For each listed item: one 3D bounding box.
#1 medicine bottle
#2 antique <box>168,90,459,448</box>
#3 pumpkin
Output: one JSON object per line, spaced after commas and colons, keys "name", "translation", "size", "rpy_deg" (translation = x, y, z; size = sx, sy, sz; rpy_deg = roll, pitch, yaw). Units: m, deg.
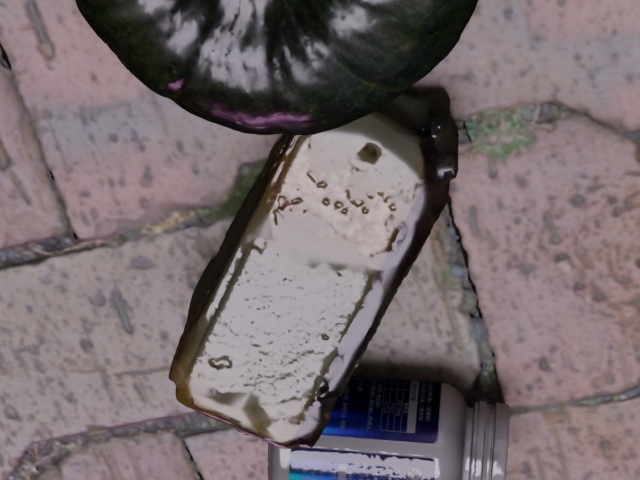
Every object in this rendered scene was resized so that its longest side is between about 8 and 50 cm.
{"name": "medicine bottle", "translation": [0.056, 0.166, 1.428], "size": [0.191, 0.107, 0.107], "rpy_deg": [4, 126, 4]}
{"name": "antique", "translation": [0.000, 0.000, 1.308], "size": [0.125, 0.150, 0.284], "rpy_deg": [24, 117, -9]}
{"name": "pumpkin", "translation": [-0.031, -0.205, 1.109], "size": [0.300, 0.207, 0.300], "rpy_deg": [3, 126, 4]}
